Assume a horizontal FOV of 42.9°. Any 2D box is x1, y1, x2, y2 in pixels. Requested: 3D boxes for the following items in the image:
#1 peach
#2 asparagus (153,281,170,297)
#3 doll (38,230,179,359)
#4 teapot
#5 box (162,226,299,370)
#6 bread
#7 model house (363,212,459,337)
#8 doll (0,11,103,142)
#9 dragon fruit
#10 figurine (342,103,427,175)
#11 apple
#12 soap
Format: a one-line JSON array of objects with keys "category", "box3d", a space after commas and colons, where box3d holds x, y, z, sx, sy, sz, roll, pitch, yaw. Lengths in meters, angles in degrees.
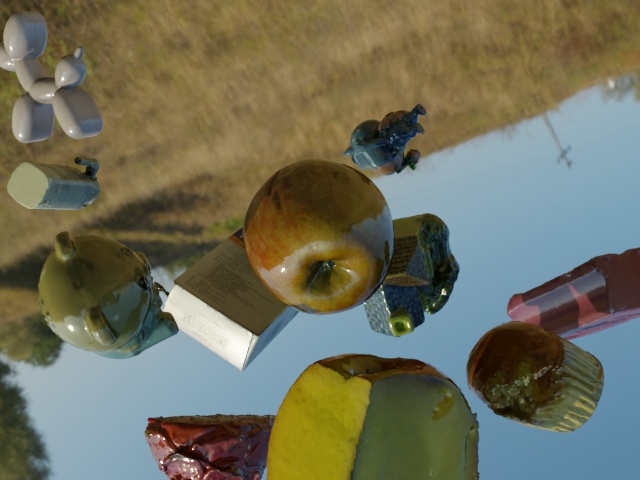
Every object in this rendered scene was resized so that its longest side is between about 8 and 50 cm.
[{"category": "peach", "box3d": [0.088, 0.368, 1.292, 0.306, 0.381, 0.242, 5, -179, -34]}, {"category": "asparagus", "box3d": [-0.310, 0.145, 1.800, 0.013, 0.166, 0.016, -52, 169, 11]}, {"category": "doll", "box3d": [-0.326, 0.088, 1.232, 0.161, 0.177, 0.261, -24, 168, -7]}, {"category": "teapot", "box3d": [-0.479, -0.113, 1.509, 0.107, 0.077, 0.200, -58, 170, 8]}, {"category": "box", "box3d": [-0.151, 0.104, 1.645, 0.299, 0.200, 0.106, -43, 162, -56]}, {"category": "bread", "box3d": [0.367, 0.238, 1.442, 0.179, 0.133, 0.250, -58, -157, -3]}, {"category": "model house", "box3d": [0.162, 0.081, 1.563, 0.195, 0.214, 0.189, -7, -162, 16]}, {"category": "doll", "box3d": [-0.349, -0.204, 1.016, 0.161, 0.160, 0.059, 2, -165, 31]}, {"category": "dragon fruit", "box3d": [-0.213, 0.485, 1.759, 0.316, 0.205, 0.152, 2, 175, -22]}, {"category": "figurine", "box3d": [0.142, -0.182, 1.571, 0.178, 0.144, 0.114, -28, -154, 44]}, {"category": "apple", "box3d": [0.000, 0.000, 1.349, 0.264, 0.264, 0.264, -27, -171, 4]}, {"category": "soap", "box3d": [0.577, 0.122, 1.721, 0.232, 0.128, 0.359, -8, 164, -21]}]
